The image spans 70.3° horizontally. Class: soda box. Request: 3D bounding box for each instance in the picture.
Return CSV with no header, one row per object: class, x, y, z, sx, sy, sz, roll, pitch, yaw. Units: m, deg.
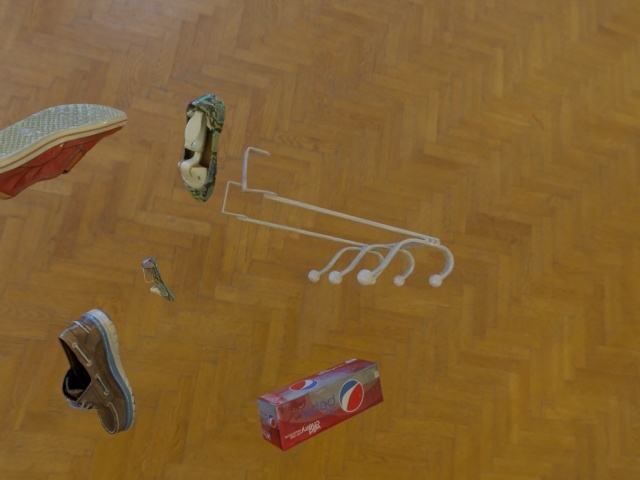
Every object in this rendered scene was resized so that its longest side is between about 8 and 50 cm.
soda box,0.005,0.331,0.944,0.263,0.083,0.092,-11,93,-35

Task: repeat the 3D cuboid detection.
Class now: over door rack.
over door rack,0.000,0.000,0.696,0.324,0.239,0.108,25,78,-16

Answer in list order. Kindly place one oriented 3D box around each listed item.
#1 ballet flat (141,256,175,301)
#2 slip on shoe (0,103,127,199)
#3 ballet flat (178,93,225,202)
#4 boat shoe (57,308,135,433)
ballet flat,-0.364,0.092,1.008,0.041,0.041,0.114,-27,106,-19
slip on shoe,-0.525,-0.190,0.906,0.123,0.101,0.331,22,43,14
ballet flat,-0.201,-0.143,0.735,0.070,0.070,0.188,7,117,-13
boat shoe,-0.296,0.182,0.589,0.066,0.066,0.183,-30,120,-51
